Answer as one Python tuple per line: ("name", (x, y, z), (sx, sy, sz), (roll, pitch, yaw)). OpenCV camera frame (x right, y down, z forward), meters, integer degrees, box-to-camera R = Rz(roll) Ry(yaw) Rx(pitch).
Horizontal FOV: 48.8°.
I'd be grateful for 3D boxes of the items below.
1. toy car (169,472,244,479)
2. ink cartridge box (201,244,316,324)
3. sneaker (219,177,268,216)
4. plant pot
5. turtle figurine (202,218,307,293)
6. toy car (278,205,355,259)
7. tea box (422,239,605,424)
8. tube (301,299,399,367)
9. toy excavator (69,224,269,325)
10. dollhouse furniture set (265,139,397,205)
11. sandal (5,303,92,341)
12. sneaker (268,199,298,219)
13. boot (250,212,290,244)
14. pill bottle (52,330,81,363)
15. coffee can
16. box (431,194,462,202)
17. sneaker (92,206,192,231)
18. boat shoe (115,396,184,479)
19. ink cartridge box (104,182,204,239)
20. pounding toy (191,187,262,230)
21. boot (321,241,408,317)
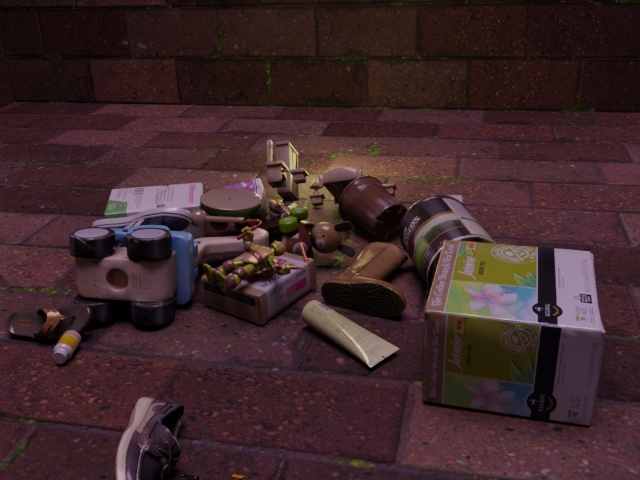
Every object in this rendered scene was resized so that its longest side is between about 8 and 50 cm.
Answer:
("toy car", (-0.192, 0.417, 1.175), (0.122, 0.040, 0.060), (0, 4, 11))
("ink cartridge box", (-0.153, 0.106, 1.796), (0.193, 0.088, 0.235), (13, 28, 32))
("sneaker", (-0.259, -0.130, 2.320), (0.161, 0.102, 0.282), (-10, 15, -7))
("plant pot", (0.167, -0.086, 2.119), (0.167, 0.166, 0.165), (-16, 37, -27))
("turtle figurine", (-0.172, 0.047, 1.719), (0.217, 0.087, 0.269), (-26, 42, -26))
("toy car", (0.000, 0.000, 1.911), (0.189, 0.155, 0.149), (1, 25, 21))
("tea box", (0.389, 0.171, 1.446), (0.324, 0.219, 0.329), (4, 25, 14))
("tube", (0.057, 0.212, 1.593), (0.240, 0.062, 0.070), (27, 81, 39))
("toy excavator", (-0.379, 0.041, 1.850), (0.433, 0.222, 0.445), (2, 17, 7))
("dollhouse furniture set", (0.038, -0.242, 2.229), (0.356, 0.173, 0.303), (-7, -15, 13))
("sandal", (-0.643, 0.186, 1.650), (0.220, 0.060, 0.089), (1, 69, 11))
("sneaker", (-0.099, -0.085, 2.217), (0.083, 0.084, 0.215), (-6, 24, -20))
("boot", (-0.146, -0.006, 2.073), (0.082, 0.106, 0.219), (-27, 6, -34))
("pill bottle", (-0.574, 0.241, 1.590), (0.044, 0.043, 0.083), (-1, 24, 3))
("coffee can", (0.331, 0.024, 1.792), (0.202, 0.201, 0.275), (-5, 25, -7))
("box", (0.362, -0.044, 2.024), (0.091, 0.130, 0.170), (1, 25, 10))
("sneaker", (-0.502, -0.007, 1.988), (0.321, 0.127, 0.126), (-10, -20, 23))
("boat shoe", (-0.291, 0.365, 1.231), (0.093, 0.102, 0.285), (-9, 19, -2))
("ink cartridge box", (-0.507, -0.084, 2.197), (0.289, 0.121, 0.211), (-5, 25, -6))
("pounding toy", (-0.274, -0.066, 2.089), (0.183, 0.110, 0.237), (7, 25, 10))
("boot", (0.159, 0.087, 1.810), (0.236, 0.089, 0.269), (13, 27, 29))
